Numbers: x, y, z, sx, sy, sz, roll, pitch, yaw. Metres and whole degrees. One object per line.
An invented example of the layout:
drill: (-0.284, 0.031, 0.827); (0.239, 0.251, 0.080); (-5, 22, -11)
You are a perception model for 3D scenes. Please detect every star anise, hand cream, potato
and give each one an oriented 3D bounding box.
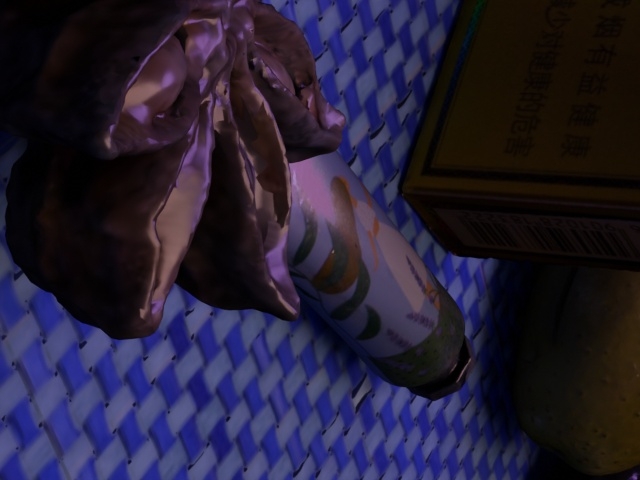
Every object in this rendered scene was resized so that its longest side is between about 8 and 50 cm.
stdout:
star anise: (-0.070, -0.083, 0.546); (0.236, 0.109, 0.223); (-77, 160, -44)
hand cream: (0.000, 0.000, 0.729); (0.256, 0.055, 0.088); (47, 55, -42)
potato: (0.202, 0.029, 0.967); (0.248, 0.143, 0.169); (-60, 146, -19)

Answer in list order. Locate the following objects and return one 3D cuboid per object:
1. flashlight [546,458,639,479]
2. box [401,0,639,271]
flashlight: (0.267, 0.072, 1.113); (0.424, 0.103, 0.103); (-51, 135, -40)
box: (0.211, -0.081, 0.804); (0.084, 0.301, 0.193); (44, 59, -49)
